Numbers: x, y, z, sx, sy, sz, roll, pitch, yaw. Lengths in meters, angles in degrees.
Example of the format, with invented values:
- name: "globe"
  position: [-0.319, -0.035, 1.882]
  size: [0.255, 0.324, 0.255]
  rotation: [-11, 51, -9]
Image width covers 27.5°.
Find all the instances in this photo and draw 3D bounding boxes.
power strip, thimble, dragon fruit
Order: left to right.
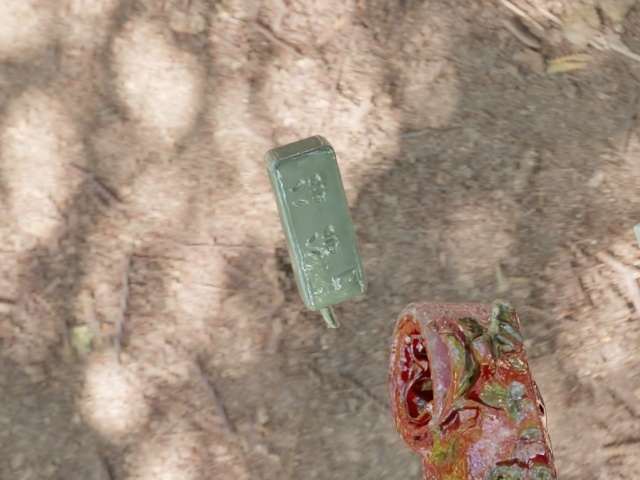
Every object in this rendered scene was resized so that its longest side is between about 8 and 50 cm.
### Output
- name: "power strip"
  position: [0.000, 0.000, 1.781]
  size: [0.093, 0.053, 0.288]
  rotation: [-20, 118, -9]
- name: "thimble"
  position: [0.160, 0.165, 1.557]
  size: [0.163, 0.125, 0.189]
  rotation: [115, 151, -48]
- name: "dragon fruit"
  position: [0.155, 0.167, 1.283]
  size: [0.134, 0.262, 0.211]
  rotation: [-6, 81, 8]

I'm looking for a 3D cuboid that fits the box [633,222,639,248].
- name: "box"
  position: [0.335, -0.045, 0.900]
  size: [0.122, 0.220, 0.032]
  rotation: [14, 133, 59]
